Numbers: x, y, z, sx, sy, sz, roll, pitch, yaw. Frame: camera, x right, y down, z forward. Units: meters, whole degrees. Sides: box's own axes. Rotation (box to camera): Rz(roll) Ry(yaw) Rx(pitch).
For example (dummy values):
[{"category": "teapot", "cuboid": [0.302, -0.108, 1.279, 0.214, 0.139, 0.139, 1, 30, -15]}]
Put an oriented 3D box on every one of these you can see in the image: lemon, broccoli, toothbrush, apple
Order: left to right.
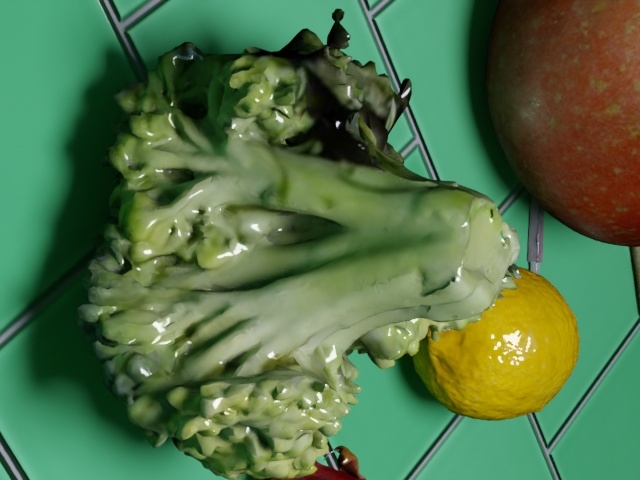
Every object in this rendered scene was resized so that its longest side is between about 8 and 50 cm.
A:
[{"category": "broccoli", "cuboid": [-0.006, 0.000, 1.010, 0.348, 0.281, 0.293, -50, 127, -46]}, {"category": "lemon", "cuboid": [0.158, 0.089, 1.299, 0.187, 0.142, 0.142, -5, 95, -48]}, {"category": "toothbrush", "cuboid": [0.215, 0.000, 1.450, 0.017, 0.014, 0.194, -1, 92, -47]}, {"category": "apple", "cuboid": [0.323, -0.168, 1.360, 0.348, 0.277, 0.348, 10, 76, -45]}]

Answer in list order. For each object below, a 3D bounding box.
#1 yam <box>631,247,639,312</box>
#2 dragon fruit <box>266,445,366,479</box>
[{"category": "yam", "cuboid": [0.351, 0.029, 1.593, 0.021, 0.021, 0.116, -23, 110, -45]}, {"category": "dragon fruit", "cuboid": [0.001, 0.240, 1.151, 0.166, 0.136, 0.133, 67, 9, 11]}]
